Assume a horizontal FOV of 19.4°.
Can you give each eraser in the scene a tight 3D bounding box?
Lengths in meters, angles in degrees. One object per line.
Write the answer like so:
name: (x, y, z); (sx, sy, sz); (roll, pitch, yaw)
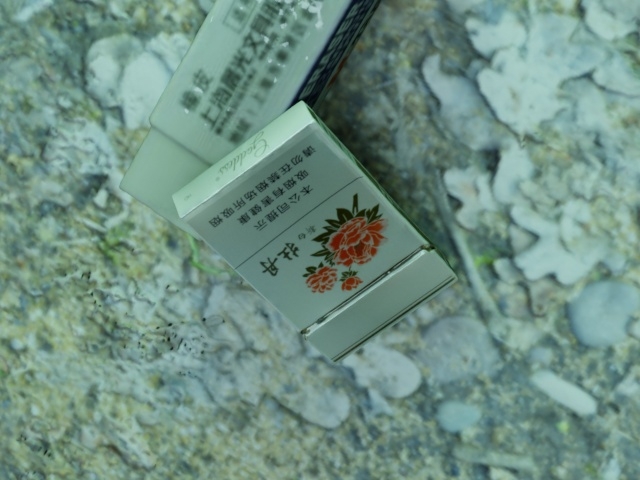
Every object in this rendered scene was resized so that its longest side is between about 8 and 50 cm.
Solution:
eraser: (-0.023, -0.140, 1.237); (0.081, 0.124, 0.279); (33, 114, 5)

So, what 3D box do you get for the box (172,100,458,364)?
box: (0.000, 0.000, 1.246); (0.109, 0.029, 0.198); (-35, 133, 9)
